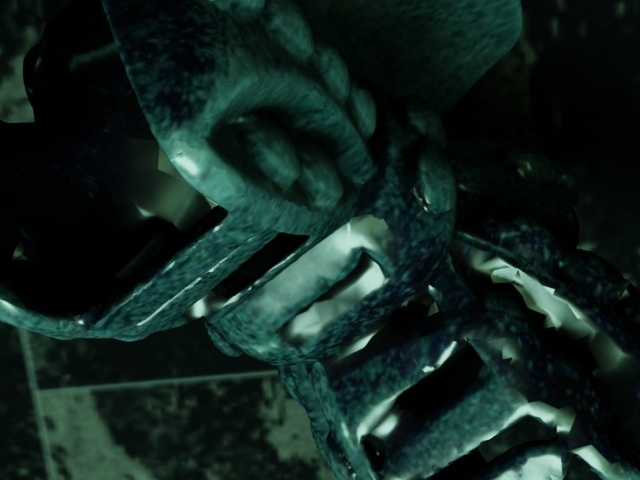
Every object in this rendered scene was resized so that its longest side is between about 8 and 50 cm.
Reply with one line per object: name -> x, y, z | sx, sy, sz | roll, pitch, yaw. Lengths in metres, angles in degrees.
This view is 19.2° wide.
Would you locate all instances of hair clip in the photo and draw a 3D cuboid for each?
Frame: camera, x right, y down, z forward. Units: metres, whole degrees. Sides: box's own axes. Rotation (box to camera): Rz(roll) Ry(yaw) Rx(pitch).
hair clip -> -0.002, -0.006, 0.710 | 0.194, 0.206, 0.310 | -34, 125, 25
